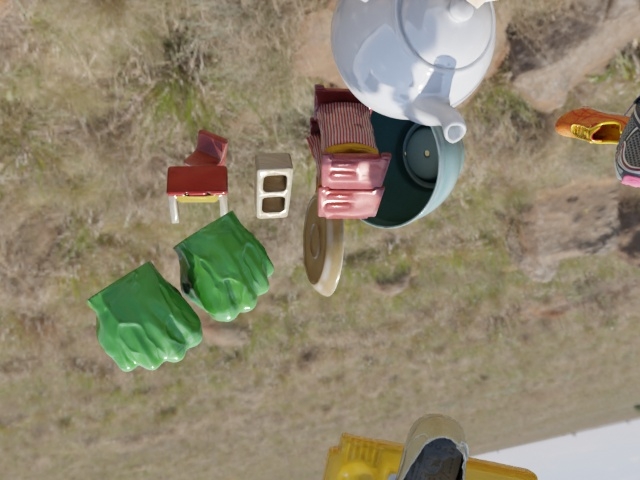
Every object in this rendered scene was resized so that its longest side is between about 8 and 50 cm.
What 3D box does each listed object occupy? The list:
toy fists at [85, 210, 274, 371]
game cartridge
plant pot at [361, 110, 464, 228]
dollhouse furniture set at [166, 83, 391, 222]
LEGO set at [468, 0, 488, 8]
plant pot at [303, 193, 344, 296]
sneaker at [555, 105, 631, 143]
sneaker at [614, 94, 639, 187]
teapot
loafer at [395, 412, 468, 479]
[{"bbox_3d":[-0.195,0.080,0.992,0.279,0.142,0.096,-34,-177,-30],"label":"toy fists"},{"bbox_3d":[0.147,0.463,1.034,0.324,0.285,0.053,11,178,-3],"label":"game cartridge"},{"bbox_3d":[0.195,-0.185,1.491,0.196,0.292,0.293,-14,167,-45],"label":"plant pot"},{"bbox_3d":[-0.078,-0.156,1.194,0.375,0.201,0.152,-1,138,-8],"label":"dollhouse furniture set"},{"bbox_3d":[0.249,-0.418,0.794,0.287,0.132,0.107,-41,128,10],"label":"LEGO set"},{"bbox_3d":[0.000,0.000,1.425,0.033,0.236,0.236,0,158,-15],"label":"plant pot"},{"bbox_3d":[0.512,-0.215,1.280,0.067,0.064,0.175,-28,-158,-25],"label":"sneaker"},{"bbox_3d":[0.494,-0.208,0.945,0.121,0.299,0.112,21,169,43],"label":"sneaker"},{"bbox_3d":[0.146,-0.297,0.925,0.252,0.256,0.187,-48,-167,-15],"label":"teapot"},{"bbox_3d":[0.115,0.338,0.799,0.102,0.268,0.092,9,166,10],"label":"loafer"}]
